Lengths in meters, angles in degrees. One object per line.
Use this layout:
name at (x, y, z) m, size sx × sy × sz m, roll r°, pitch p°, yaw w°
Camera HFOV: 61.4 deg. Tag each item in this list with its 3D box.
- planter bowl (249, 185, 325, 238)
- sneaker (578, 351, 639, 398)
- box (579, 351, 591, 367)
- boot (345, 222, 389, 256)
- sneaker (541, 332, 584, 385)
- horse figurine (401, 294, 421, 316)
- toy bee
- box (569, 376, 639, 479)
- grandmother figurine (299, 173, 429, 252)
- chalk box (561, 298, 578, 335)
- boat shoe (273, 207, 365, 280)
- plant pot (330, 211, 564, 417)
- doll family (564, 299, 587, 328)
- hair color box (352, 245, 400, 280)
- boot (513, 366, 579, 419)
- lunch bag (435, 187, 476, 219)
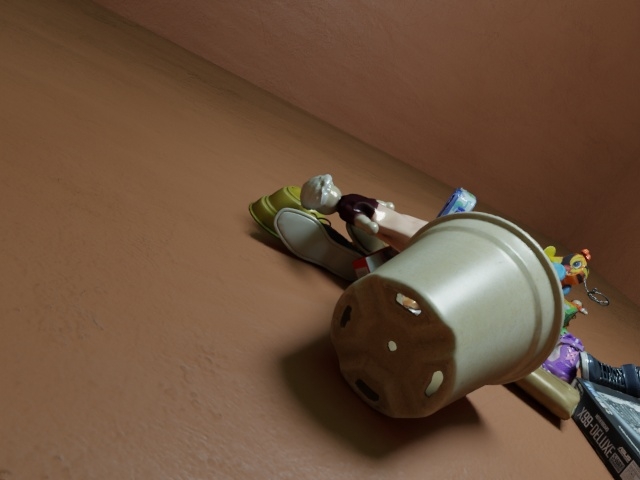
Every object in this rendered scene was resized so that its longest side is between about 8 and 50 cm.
planter bowl at (-0.057, -0.071, 1.318) m, size 0.217 × 0.090 × 0.217 m, roll 27°, pitch 19°, yaw -10°
sneaker at (0.722, 0.324, 1.304) m, size 0.226 × 0.163 × 0.086 m, roll 40°, pitch 49°, yaw -44°
box at (0.795, 0.374, 1.580) m, size 0.093 × 0.027 × 0.137 m, roll 20°, pitch 23°, yaw -27°
boot at (0.108, 0.007, 1.328) m, size 0.197 × 0.073 × 0.152 m, roll 43°, pitch -11°, yaw -20°
sneaker at (0.637, 0.305, 1.403) m, size 0.095 × 0.105 × 0.236 m, roll 38°, pitch 22°, yaw 14°
horse figurine at (0.240, 0.119, 1.305) m, size 0.174 × 0.066 × 0.263 m, roll 11°, pitch 32°, yaw -10°
toy bee at (0.772, 0.099, 1.697) m, size 0.298 × 0.162 × 0.195 m, roll 27°, pitch -22°, yaw 28°
box at (0.698, 0.449, 1.155) m, size 0.242 × 0.077 × 0.307 m, roll 21°, pitch 21°, yaw -13°
grandmother figurine at (0.112, -0.049, 1.177) m, size 0.342 × 0.104 × 0.208 m, roll 24°, pitch 10°, yaw 8°
chalk box at (0.664, 0.221, 1.599) m, size 0.213 × 0.132 × 0.132 m, roll 42°, pitch 22°, yaw 28°
boat shoe at (0.000, 0.000, 1.215) m, size 0.254 × 0.095 × 0.079 m, roll 28°, pitch 15°, yaw -21°
plant pot at (0.191, 0.134, 0.907) m, size 0.334 × 0.334 × 0.305 m, roll 41°, pitch 33°, yaw 27°
doll family at (0.725, 0.223, 1.759) m, size 0.262 × 0.119 × 0.163 m, roll 23°, pitch 18°, yaw 37°
hair color box at (0.159, 0.061, 1.218) m, size 0.167 × 0.053 × 0.093 m, roll -21°, pitch 92°, yaw -38°
boot at (0.429, 0.286, 1.169) m, size 0.269 × 0.089 × 0.236 m, roll 38°, pitch 21°, yaw 15°
lunch bag at (0.455, -0.075, 1.882) m, size 0.090 × 0.219 × 0.176 m, roll 33°, pitch 20°, yaw 7°
